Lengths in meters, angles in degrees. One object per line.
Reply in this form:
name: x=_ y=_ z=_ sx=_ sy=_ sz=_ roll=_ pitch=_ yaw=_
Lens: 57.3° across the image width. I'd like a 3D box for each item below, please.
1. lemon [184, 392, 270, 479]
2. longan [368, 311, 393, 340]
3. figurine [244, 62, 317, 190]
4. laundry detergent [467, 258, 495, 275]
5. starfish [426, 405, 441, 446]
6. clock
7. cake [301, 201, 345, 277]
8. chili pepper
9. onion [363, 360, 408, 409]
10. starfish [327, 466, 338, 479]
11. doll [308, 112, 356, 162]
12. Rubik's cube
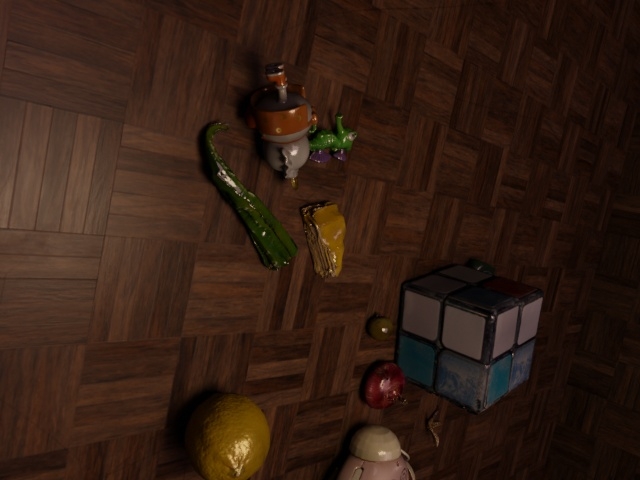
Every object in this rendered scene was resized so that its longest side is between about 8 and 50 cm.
lemon: x=-0.193 y=0.418 z=1.228 sx=0.178 sy=0.203 sz=0.178 roll=-9 pitch=117 yaw=-18
longan: x=0.167 y=0.240 z=1.648 sx=0.075 sy=0.075 sz=0.083 roll=0 pitch=61 yaw=-47
figurine: x=-0.066 y=-0.225 z=1.198 sx=0.143 sy=0.143 sz=0.271 roll=-46 pitch=130 yaw=-26
laundry detergent: x=0.517 y=0.173 z=1.992 sx=0.137 sy=0.063 sz=0.210 roll=24 pitch=88 yaw=-44
starfish: x=0.386 y=0.629 z=2.018 sx=0.130 sy=0.041 sz=0.133 roll=65 pitch=30 yaw=-43
clock: x=0.152 y=0.729 z=1.677 sx=0.342 sy=0.184 sz=0.325 roll=72 pitch=34 yaw=-44
cake: x=0.003 y=0.001 z=1.385 sx=0.116 sy=0.080 sz=0.184 roll=4 pitch=104 yaw=-50
chili pepper: x=-0.145 y=-0.077 z=1.212 sx=0.085 sy=0.076 sz=0.359 roll=-31 pitch=128 yaw=-6
onion: x=0.206 y=0.430 z=1.688 sx=0.150 sy=0.140 sz=0.150 roll=-12 pitch=109 yaw=-41
starfish: x=-0.005 y=0.728 z=1.623 sx=0.176 sy=0.053 sz=0.208 roll=51 pitch=55 yaw=-47
doll: x=0.016 y=-0.235 z=1.340 sx=0.190 sy=0.050 sz=0.115 roll=-12 pitch=115 yaw=-42
Rubik's cube: x=0.443 y=0.278 z=1.760 sx=0.313 sy=0.316 sz=0.318 roll=-12 pitch=112 yaw=-44
